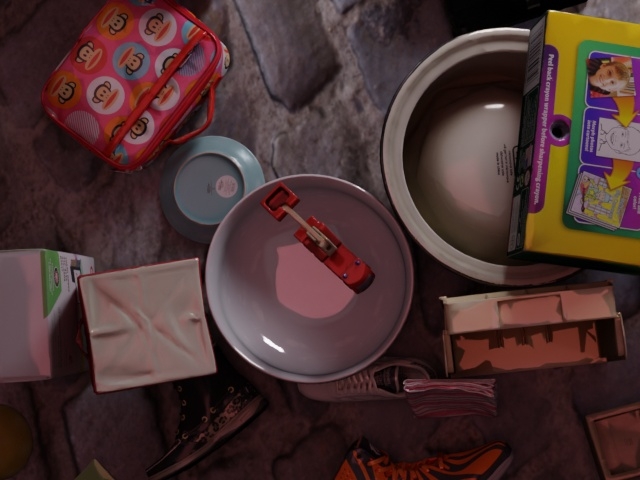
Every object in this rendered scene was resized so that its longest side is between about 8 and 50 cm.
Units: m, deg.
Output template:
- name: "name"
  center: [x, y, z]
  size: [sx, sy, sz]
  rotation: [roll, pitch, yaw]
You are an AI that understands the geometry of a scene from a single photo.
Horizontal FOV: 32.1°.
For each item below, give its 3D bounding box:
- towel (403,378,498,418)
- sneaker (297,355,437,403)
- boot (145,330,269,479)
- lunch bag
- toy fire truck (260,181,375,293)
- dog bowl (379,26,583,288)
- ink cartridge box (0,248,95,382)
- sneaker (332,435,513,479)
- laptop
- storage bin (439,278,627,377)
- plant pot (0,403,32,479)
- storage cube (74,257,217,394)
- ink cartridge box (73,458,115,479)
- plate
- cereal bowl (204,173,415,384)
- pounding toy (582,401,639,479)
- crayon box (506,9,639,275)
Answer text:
- name: "towel"
  center: [0.209, 0.257, 1.763]
  size: [0.144, 0.197, 0.029]
  rotation: [-1, 67, 10]
- name: "sneaker"
  center: [0.074, 0.225, 1.830]
  size: [0.235, 0.095, 0.090]
  rotation: [-6, 88, 8]
- name: "boot"
  center: [-0.227, 0.278, 1.871]
  size: [0.236, 0.085, 0.178]
  rotation: [-36, 81, -2]
- name: "lunch bag"
  center: [-0.300, -0.264, 1.895]
  size: [0.258, 0.120, 0.293]
  rotation: [38, 94, 3]
- name: "toy fire truck"
  center: [0.000, 0.000, 1.687]
  size: [0.192, 0.135, 0.047]
  rotation: [43, 89, 11]
- name: "dog bowl"
  center: [0.286, -0.119, 1.760]
  size: [0.408, 0.150, 0.408]
  rotation: [1, 82, -5]
- name: "ink cartridge box"
  center: [-0.452, 0.121, 1.809]
  size: [0.117, 0.278, 0.201]
  rotation: [-4, 87, 4]
- name: "sneaker"
  center: [0.142, 0.376, 1.798]
  size: [0.321, 0.124, 0.180]
  rotation: [-34, 85, 4]
- name: "laptop"
  center: [0.296, -0.504, 1.863]
  size: [0.234, 0.136, 0.264]
  rotation: [-17, 118, 6]
- name: "storage bin"
  center: [0.321, 0.141, 1.722]
  size: [0.262, 0.260, 0.123]
  rotation: [-6, 82, 7]
- name: "plant pot"
  center: [-0.574, 0.350, 1.902]
  size: [0.134, 0.095, 0.134]
  rotation: [0, 87, 7]
- name: "storage cube"
  center: [-0.275, 0.135, 1.732]
  size: [0.215, 0.193, 0.183]
  rotation: [-8, 86, -13]
- name: "ink cartridge box"
  center: [-0.365, 0.515, 1.890]
  size: [0.235, 0.056, 0.171]
  rotation: [44, 93, 5]
- name: "plate"
  center: [-0.189, -0.088, 1.913]
  size: [0.188, 0.024, 0.188]
  rotation: [-1, 86, 8]
- name: "cereal bowl"
  center: [-0.011, 0.067, 1.818]
  size: [0.339, 0.141, 0.339]
  rotation: [-1, 83, 7]
- name: "pounding toy"
  center: [0.507, 0.332, 1.780]
  size: [0.141, 0.100, 0.130]
  rotation: [-15, 71, 4]
- name: "crayon box"
  center: [0.457, -0.134, 1.649]
  size: [0.313, 0.106, 0.363]
  rotation: [8, 82, -5]
